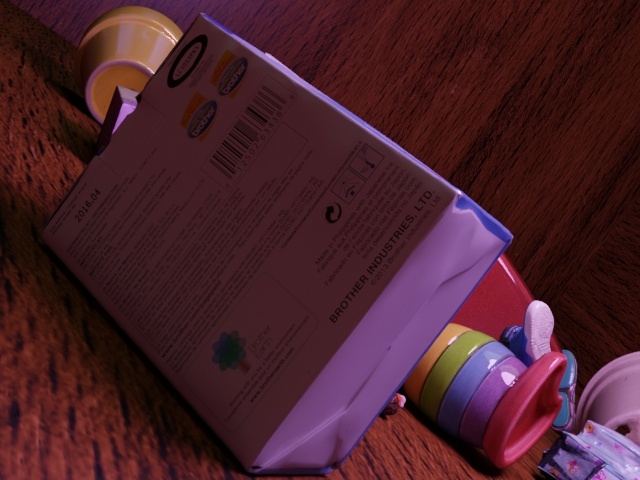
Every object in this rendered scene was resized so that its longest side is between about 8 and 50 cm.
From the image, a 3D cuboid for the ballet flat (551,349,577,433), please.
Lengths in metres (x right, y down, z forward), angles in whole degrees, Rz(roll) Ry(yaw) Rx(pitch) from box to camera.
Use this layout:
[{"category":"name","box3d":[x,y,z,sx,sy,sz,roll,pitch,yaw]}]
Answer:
[{"category":"ballet flat","box3d":[0.615,0.390,2.154,0.077,0.221,0.079,-6,-35,25]}]

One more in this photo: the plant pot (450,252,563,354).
[{"category":"plant pot","box3d":[0.269,0.177,1.442,0.235,0.267,0.267,52,9,16]}]

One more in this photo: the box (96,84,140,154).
[{"category":"box","box3d":[-0.249,-0.154,1.407,0.214,0.117,0.243,19,10,-20]}]

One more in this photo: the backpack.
[{"category":"backpack","box3d":[0.468,0.388,1.351,0.166,0.144,0.188,39,5,-44]}]

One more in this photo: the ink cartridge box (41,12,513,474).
[{"category":"ink cartridge box","box3d":[-0.071,-0.021,0.777,0.395,0.270,0.151,39,4,30]}]

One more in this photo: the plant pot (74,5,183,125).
[{"category":"plant pot","box3d":[-0.404,-0.346,1.817,0.254,0.254,0.239,34,21,-23]}]

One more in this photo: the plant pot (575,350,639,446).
[{"category":"plant pot","box3d":[0.635,0.398,1.613,0.334,0.333,0.305,38,17,18]}]

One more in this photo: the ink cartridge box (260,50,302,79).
[{"category":"ink cartridge box","box3d":[-0.096,-0.159,1.639,0.272,0.309,0.130,35,5,-17]}]

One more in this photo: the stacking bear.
[{"category":"stacking bear","box3d":[0.189,0.186,1.244,0.289,0.164,0.175,32,-28,32]}]

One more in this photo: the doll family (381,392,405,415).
[{"category":"doll family","box3d":[0.032,0.114,1.075,0.263,0.118,0.163,34,6,-18]}]

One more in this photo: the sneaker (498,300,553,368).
[{"category":"sneaker","box3d":[0.299,0.141,1.258,0.085,0.058,0.152,26,-35,44]}]
